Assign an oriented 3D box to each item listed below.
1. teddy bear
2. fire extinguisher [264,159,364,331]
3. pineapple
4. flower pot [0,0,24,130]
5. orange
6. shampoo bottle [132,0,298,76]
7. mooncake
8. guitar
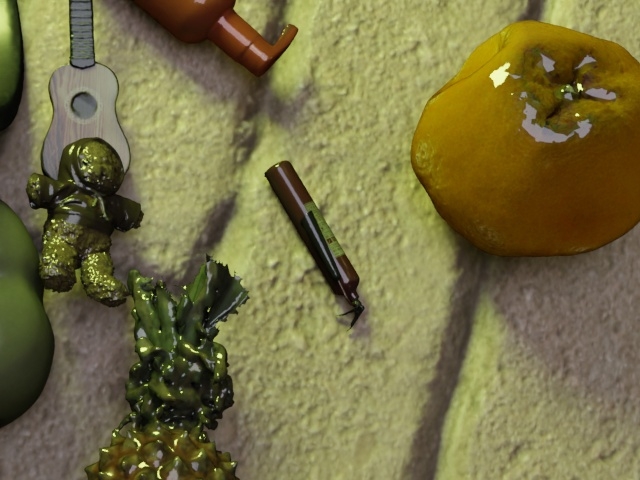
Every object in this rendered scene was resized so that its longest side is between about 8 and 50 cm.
[{"bbox_3d":[-0.218,-0.014,1.397,0.119,0.078,0.160,21,58,-33],"label":"teddy bear"},{"bbox_3d":[0.000,0.000,1.471,0.035,0.049,0.173,-27,80,-25],"label":"fire extinguisher"},{"bbox_3d":[-0.136,0.189,1.336,0.175,0.175,0.361,0,67,-11],"label":"pineapple"},{"bbox_3d":[-0.432,-0.237,1.338,0.251,0.379,0.379,-16,76,5],"label":"flower pot"},{"bbox_3d":[0.218,-0.096,1.469,0.249,0.183,0.248,3,72,-9],"label":"orange"},{"bbox_3d":[-0.139,-0.250,1.501,0.244,0.085,0.085,39,71,2],"label":"shampoo bottle"},{"bbox_3d":[-0.363,0.063,1.340,0.275,0.135,0.274,3,69,-8],"label":"mooncake"},{"bbox_3d":[-0.226,-0.183,1.456,0.084,0.038,0.271,-2,89,-13],"label":"guitar"}]
